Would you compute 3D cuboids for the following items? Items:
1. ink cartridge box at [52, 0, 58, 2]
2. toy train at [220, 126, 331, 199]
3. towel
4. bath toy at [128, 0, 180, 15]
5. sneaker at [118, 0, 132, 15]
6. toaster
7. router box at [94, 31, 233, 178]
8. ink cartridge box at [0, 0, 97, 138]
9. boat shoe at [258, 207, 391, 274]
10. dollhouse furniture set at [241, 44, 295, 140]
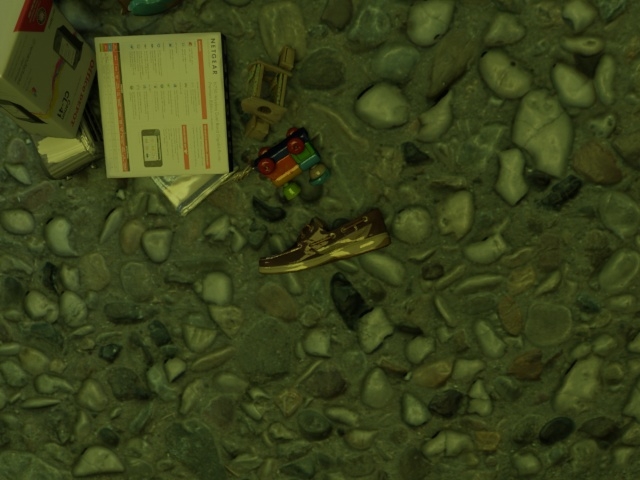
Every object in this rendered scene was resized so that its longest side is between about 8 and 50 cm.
[{"bbox_3d":[-0.666,-0.610,1.649,0.088,0.122,0.052,37,104,-6],"label":"ink cartridge box"},{"bbox_3d":[-0.107,-0.157,1.745,0.248,0.105,0.143,-33,113,12],"label":"toy train"},{"bbox_3d":[-0.366,-0.226,1.774,0.209,0.034,0.285,-37,99,12],"label":"towel"},{"bbox_3d":[-0.430,-0.701,1.604,0.129,0.151,0.348,-16,103,48],"label":"bath toy"},{"bbox_3d":[-0.525,-0.611,1.668,0.188,0.066,0.071,33,105,-4],"label":"sneaker"},{"bbox_3d":[-0.631,-0.269,1.736,0.146,0.129,0.227,-22,95,6],"label":"toaster"},{"bbox_3d":[-0.372,-0.322,1.697,0.301,0.082,0.335,-1,99,1],"label":"router box"},{"bbox_3d":[-0.627,-0.386,1.526,0.131,0.306,0.226,10,77,12],"label":"ink cartridge box"},{"bbox_3d":[0.000,0.000,1.771,0.342,0.123,0.123,-15,89,8],"label":"boat shoe"},{"bbox_3d":[-0.148,-0.362,1.687,0.101,0.161,0.182,17,62,-22],"label":"dollhouse furniture set"}]
